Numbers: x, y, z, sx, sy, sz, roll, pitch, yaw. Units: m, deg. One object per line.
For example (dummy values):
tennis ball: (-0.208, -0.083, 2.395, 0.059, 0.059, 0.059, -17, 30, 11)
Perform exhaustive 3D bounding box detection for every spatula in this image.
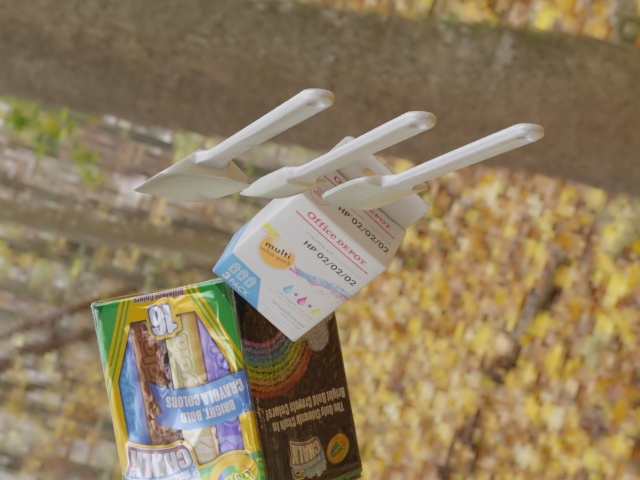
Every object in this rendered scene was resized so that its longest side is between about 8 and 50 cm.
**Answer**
spatula: (0.005, -0.043, 0.954, 0.242, 0.168, 0.019, 161, 115, -65)

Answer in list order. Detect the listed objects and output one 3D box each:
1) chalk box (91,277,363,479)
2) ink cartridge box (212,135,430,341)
chalk box: (-0.085, 0.181, 1.679, 0.179, 0.180, 0.288, -10, 88, 33)
ink cartridge box: (0.000, 0.000, 1.500, 0.181, 0.104, 0.061, -41, 13, 40)
